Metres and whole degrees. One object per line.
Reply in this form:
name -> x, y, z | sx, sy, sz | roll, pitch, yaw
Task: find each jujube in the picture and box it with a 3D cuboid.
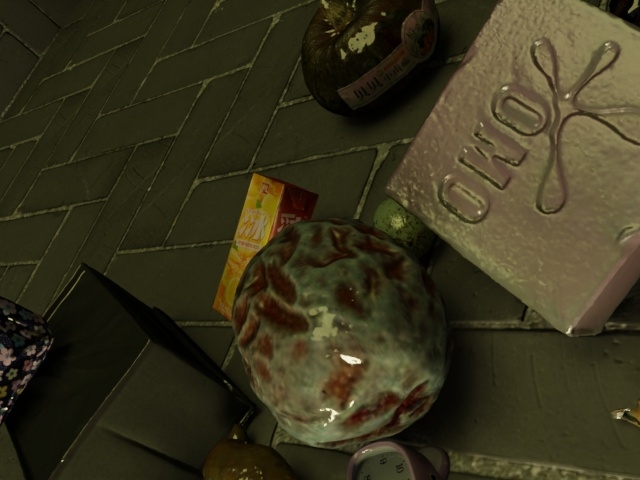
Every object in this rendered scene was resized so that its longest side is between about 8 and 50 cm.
jujube -> 0.021, 0.099, 0.864 | 0.247, 0.215, 0.308 | -33, 28, -14

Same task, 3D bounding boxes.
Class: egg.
egg -> 0.112, -0.020, 1.014 | 0.085, 0.085, 0.110 | -44, 35, 6

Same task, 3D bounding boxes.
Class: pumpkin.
pumpkin -> 0.068, -0.347, 1.270 | 0.260, 0.189, 0.260 | -28, 39, 26

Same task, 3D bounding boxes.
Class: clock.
clock -> 0.087, 0.284, 0.794 | 0.110, 0.050, 0.152 | -30, 40, 22

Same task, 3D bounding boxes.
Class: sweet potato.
sweet potato -> -0.072, 0.319, 0.885 | 0.124, 0.098, 0.310 | -59, 34, 22

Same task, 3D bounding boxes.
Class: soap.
soap -> 0.255, -0.093, 0.795 | 0.285, 0.107, 0.296 | 40, 110, 32

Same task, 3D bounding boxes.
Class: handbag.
handbag -> -0.505, 0.159, 1.026 | 0.228, 0.208, 0.127 | -55, 32, -3

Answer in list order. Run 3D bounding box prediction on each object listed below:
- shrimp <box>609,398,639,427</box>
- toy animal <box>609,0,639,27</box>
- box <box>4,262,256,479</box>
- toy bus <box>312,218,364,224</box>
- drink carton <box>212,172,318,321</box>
shrimp -> 0.406, 0.067, 0.678 | 0.185, 0.068, 0.286 | 15, 79, 55
toy animal -> 0.444, -0.258, 0.914 | 0.180, 0.116, 0.218 | -8, 39, 3
box -> -0.305, 0.230, 1.104 | 0.251, 0.204, 0.345 | -54, 37, -6
toy bus -> 0.000, 0.000, 1.143 | 0.166, 0.047, 0.065 | 1, 56, 44
drink carton -> -0.084, 0.018, 1.121 | 0.096, 0.071, 0.222 | 24, 98, 52
